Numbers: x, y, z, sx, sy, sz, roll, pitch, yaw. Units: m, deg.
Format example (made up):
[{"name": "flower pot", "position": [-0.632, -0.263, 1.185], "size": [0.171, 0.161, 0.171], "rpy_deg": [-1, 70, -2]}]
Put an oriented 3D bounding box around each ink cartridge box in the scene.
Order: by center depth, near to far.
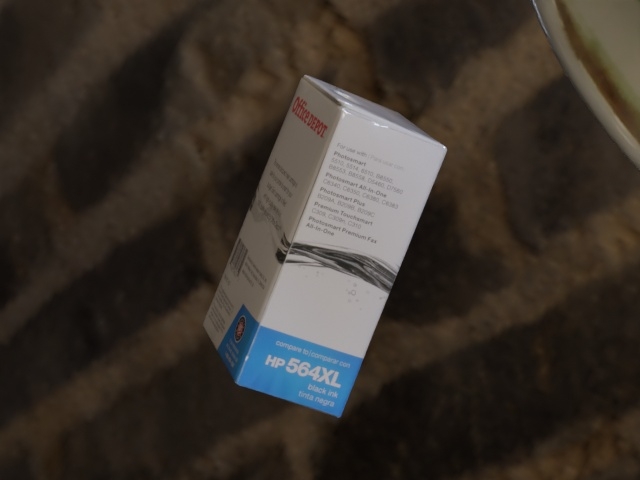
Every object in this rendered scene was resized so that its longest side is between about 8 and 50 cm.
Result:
[{"name": "ink cartridge box", "position": [0.000, 0.000, 1.339], "size": [0.148, 0.085, 0.203], "rpy_deg": [-130, -119, -72]}]

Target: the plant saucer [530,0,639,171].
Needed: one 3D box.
[{"name": "plant saucer", "position": [0.274, -0.096, 0.904], "size": [0.100, 0.400, 0.400], "rpy_deg": [-47, -164, -20]}]
